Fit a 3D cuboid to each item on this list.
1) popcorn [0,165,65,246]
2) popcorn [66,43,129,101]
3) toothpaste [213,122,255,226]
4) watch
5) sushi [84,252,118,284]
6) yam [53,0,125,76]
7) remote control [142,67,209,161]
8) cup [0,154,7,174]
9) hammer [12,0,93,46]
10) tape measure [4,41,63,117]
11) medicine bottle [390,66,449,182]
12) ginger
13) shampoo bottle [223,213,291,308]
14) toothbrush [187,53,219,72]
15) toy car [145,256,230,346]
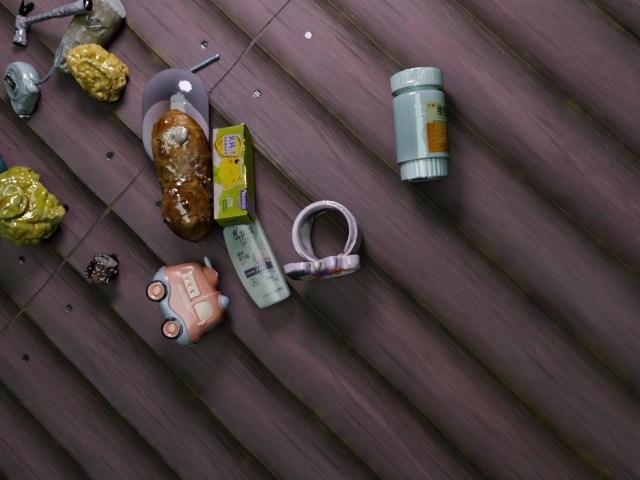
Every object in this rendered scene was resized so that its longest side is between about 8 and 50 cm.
[{"bbox_3d":[-1.007,-0.102,1.717,0.242,0.235,0.250,-43,97,-11],"label":"popcorn"},{"bbox_3d":[-0.721,-0.550,1.687,0.164,0.140,0.194,-22,128,-3],"label":"popcorn"},{"bbox_3d":[-0.273,-0.204,1.621,0.110,0.077,0.327,-9,70,10],"label":"toothpaste"},{"bbox_3d":[0.000,0.000,1.580,0.244,0.196,0.231,-11,83,12],"label":"watch"},{"bbox_3d":[-0.733,0.098,1.742,0.098,0.094,0.084,34,100,-9],"label":"sushi"},{"bbox_3d":[-0.776,-0.690,1.713,0.133,0.133,0.330,43,101,6],"label":"yam"},{"bbox_3d":[-0.474,-0.396,1.684,0.221,0.103,0.331,-1,90,2],"label":"remote control"},{"bbox_3d":[-1.235,-0.262,1.767,0.290,0.219,0.257,-39,85,38],"label":"cup"},{"bbox_3d":[-0.888,-0.737,1.701,0.427,0.044,0.152,8,90,32],"label":"hammer"},{"bbox_3d":[-0.966,-0.570,1.712,0.330,0.084,0.164,-40,84,36],"label":"tape measure"},{"bbox_3d":[0.298,-0.336,1.535,0.158,0.158,0.317,-4,90,9],"label":"medicine bottle"},{"bbox_3d":[-0.411,-0.183,1.567,0.176,0.254,0.417,-6,109,-18],"label":"ginger"},{"bbox_3d":[-0.226,0.042,1.666,0.134,0.078,0.359,-25,88,9],"label":"shampoo bottle"},{"bbox_3d":[-0.433,-0.564,1.717,0.220,0.016,0.019,-27,88,8],"label":"toothbrush"},{"bbox_3d":[-0.410,0.192,1.656,0.213,0.180,0.270,-22,87,-1],"label":"toy car"}]
